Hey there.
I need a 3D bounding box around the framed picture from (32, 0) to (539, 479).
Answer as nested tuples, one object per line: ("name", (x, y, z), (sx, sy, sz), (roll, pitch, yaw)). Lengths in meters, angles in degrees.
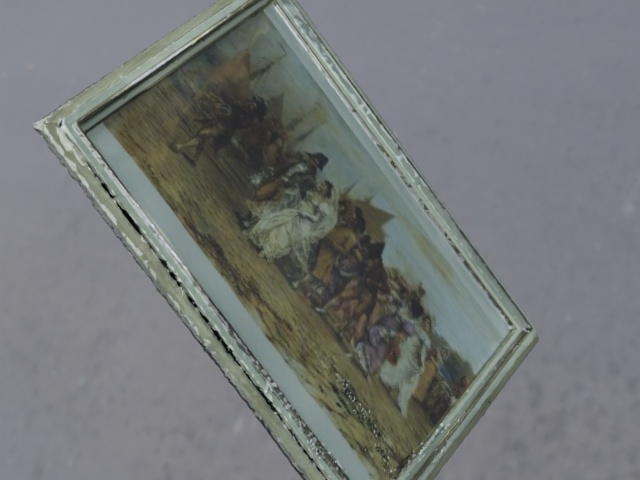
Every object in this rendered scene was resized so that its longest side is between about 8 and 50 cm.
("framed picture", (0.000, 0.000, 0.806), (0.017, 0.274, 0.217), (-30, 11, 43))
